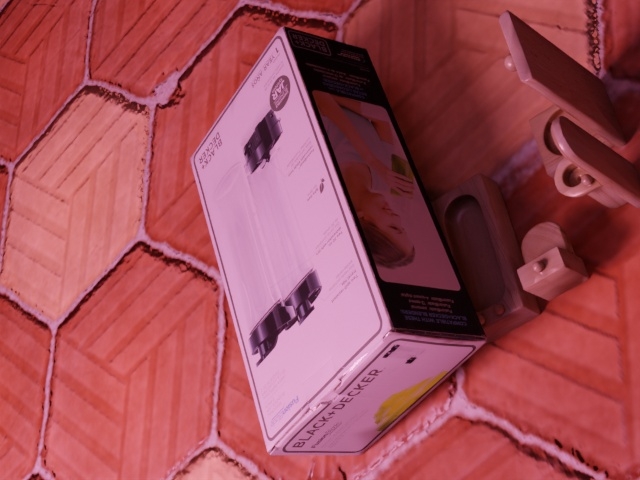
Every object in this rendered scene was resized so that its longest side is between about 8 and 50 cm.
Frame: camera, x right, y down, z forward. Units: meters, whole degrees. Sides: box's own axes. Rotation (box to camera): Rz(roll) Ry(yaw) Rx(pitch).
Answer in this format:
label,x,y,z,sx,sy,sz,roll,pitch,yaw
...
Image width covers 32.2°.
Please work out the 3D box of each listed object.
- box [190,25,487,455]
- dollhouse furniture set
label,x,y,z,sx,sy,sz,roll,pitch,yaw
box,0.000,0.000,0.850,0.169,0.087,0.290,-50,44,37
dollhouse furniture set,0.119,-0.036,0.751,0.151,0.123,0.144,-33,54,30
